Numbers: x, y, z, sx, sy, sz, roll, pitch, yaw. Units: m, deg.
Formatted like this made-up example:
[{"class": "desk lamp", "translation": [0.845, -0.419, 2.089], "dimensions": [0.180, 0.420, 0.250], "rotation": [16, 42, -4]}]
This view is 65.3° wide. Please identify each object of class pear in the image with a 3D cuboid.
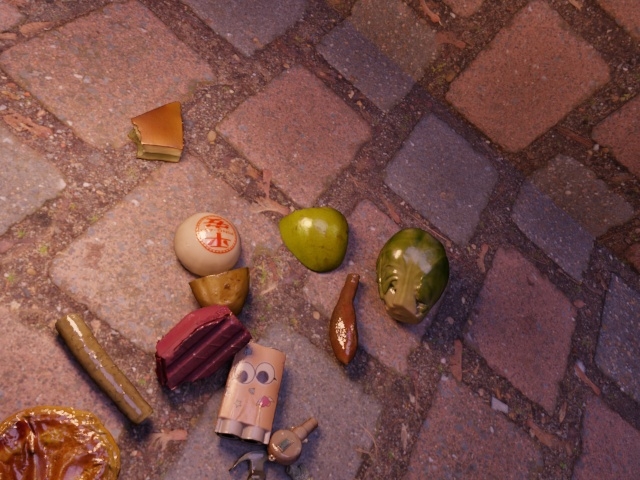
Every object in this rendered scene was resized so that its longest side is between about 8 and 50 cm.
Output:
[{"class": "pear", "translation": [0.005, -0.001, 1.926], "dimensions": [0.288, 0.139, 0.239], "rotation": [-1, 73, -27]}]

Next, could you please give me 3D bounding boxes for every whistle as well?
[{"class": "whistle", "translation": [-0.082, 0.615, 1.545], "dimensions": [0.107, 0.057, 0.220], "rotation": [37, 31, 25]}]

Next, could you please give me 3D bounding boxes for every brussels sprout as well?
[{"class": "brussels sprout", "translation": [0.352, 0.138, 1.934], "dimensions": [0.281, 0.289, 0.355], "rotation": [18, 68, -2]}]

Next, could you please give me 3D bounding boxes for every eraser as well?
[{"class": "eraser", "translation": [-0.216, 0.472, 1.560], "dimensions": [0.171, 0.087, 0.290], "rotation": [19, 56, -13]}]

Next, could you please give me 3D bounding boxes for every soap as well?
[{"class": "soap", "translation": [-0.367, 0.321, 1.497], "dimensions": [0.289, 0.112, 0.182], "rotation": [-43, 125, -14]}]

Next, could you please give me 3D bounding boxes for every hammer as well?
[{"class": "hammer", "translation": [-0.184, 0.736, 1.459], "dimensions": [0.158, 0.041, 0.226], "rotation": [6, 61, -25]}]

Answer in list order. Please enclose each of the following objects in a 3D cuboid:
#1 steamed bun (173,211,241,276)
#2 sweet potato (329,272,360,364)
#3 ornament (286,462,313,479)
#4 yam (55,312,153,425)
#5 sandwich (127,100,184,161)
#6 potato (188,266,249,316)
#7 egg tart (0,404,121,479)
[{"class": "steamed bun", "translation": [-0.376, 0.002, 1.701], "dimensions": [0.232, 0.145, 0.232], "rotation": [13, 59, -21]}, {"class": "sweet potato", "translation": [0.089, 0.276, 1.832], "dimensions": [0.109, 0.109, 0.385], "rotation": [20, 50, -18]}, {"class": "ornament", "translation": [-0.065, 0.719, 1.534], "dimensions": [0.092, 0.041, 0.068], "rotation": [18, 62, -30]}, {"class": "yam", "translation": [-0.615, 0.365, 1.413], "dimensions": [0.083, 0.083, 0.371], "rotation": [-36, 82, -37]}, {"class": "sandwich", "translation": [-0.604, -0.411, 1.833], "dimensions": [0.186, 0.108, 0.220], "rotation": [3, 64, -28]}, {"class": "potato", "translation": [-0.313, 0.181, 1.634], "dimensions": [0.203, 0.178, 0.158], "rotation": [-16, 88, -59]}, {"class": "egg tart", "translation": [-0.661, 0.581, 1.214], "dimensions": [0.351, 0.153, 0.339], "rotation": [41, 50, 0]}]
